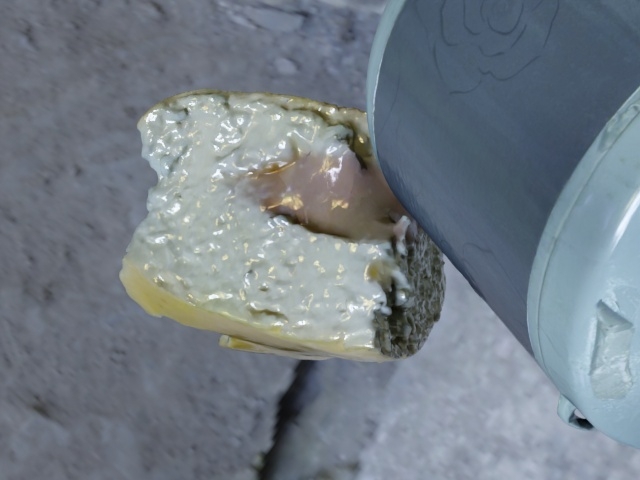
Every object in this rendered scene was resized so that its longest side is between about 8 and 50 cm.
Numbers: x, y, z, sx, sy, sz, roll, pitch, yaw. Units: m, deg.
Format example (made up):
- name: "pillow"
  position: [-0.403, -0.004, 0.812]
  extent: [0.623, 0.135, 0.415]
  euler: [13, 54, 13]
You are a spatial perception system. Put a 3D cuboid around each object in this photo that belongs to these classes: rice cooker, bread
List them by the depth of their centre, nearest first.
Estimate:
- name: "rice cooker"
  position: [0.191, -0.055, 0.869]
  extent: [0.288, 0.277, 0.288]
  euler: [-18, 132, -20]
- name: "bread"
  position: [-0.008, 0.000, 1.271]
  extent: [0.211, 0.224, 0.184]
  euler: [26, 73, -66]
